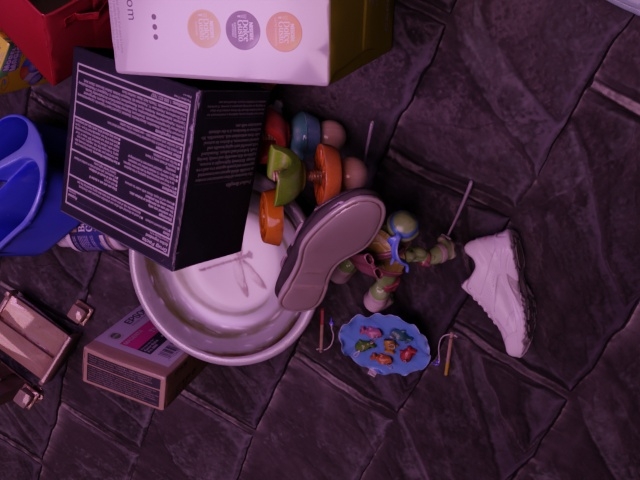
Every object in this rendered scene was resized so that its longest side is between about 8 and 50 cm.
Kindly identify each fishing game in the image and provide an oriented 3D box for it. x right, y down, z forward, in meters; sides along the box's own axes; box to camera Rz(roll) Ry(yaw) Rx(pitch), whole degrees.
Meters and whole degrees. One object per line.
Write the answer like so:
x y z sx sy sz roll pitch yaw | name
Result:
0.120 0.209 1.368 0.264 0.041 0.189 11 137 8 | fishing game

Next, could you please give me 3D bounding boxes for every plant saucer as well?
-0.178 0.043 1.400 0.400 0.100 0.401 3 102 16 | plant saucer

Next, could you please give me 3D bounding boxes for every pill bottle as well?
-0.483 -0.023 1.520 0.169 0.094 0.094 -3 110 23 | pill bottle

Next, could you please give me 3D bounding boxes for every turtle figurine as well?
0.133 -0.010 1.272 0.197 0.275 0.266 12 144 -14 | turtle figurine

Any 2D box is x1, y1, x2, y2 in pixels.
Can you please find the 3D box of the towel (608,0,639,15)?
0.393 -0.521 0.970 0.374 0.090 0.321 30 116 9 | towel

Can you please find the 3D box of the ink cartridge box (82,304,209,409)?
-0.345 0.231 1.488 0.193 0.235 0.088 16 116 14 | ink cartridge box

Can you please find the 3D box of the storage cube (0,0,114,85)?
-0.439 -0.415 1.200 0.215 0.183 0.193 47 154 6 | storage cube

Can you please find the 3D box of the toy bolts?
-0.021 -0.116 1.232 0.158 0.229 0.218 -1 140 -14 | toy bolts

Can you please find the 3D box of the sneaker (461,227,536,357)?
0.311 0.095 1.260 0.115 0.090 0.232 -7 99 31 | sneaker

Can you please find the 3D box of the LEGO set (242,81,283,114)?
-0.202 -0.289 1.291 0.287 0.107 0.132 26 118 10 | LEGO set

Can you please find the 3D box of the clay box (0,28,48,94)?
-0.562 -0.346 1.345 0.053 0.222 0.127 41 123 2 | clay box

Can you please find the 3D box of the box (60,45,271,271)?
-0.270 -0.148 1.208 0.296 0.182 0.294 25 112 29 | box

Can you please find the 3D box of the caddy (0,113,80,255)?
-0.628 -0.103 1.455 0.341 0.179 0.241 -33 68 29 | caddy

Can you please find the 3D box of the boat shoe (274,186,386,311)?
0.000 0.000 1.163 0.112 0.096 0.335 6 144 -22 | boat shoe

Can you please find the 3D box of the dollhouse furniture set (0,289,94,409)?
-0.739 0.222 1.751 0.303 0.174 0.356 35 95 6 | dollhouse furniture set

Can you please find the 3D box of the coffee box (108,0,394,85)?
-0.082 -0.432 1.051 0.334 0.338 0.338 8 114 18 | coffee box
